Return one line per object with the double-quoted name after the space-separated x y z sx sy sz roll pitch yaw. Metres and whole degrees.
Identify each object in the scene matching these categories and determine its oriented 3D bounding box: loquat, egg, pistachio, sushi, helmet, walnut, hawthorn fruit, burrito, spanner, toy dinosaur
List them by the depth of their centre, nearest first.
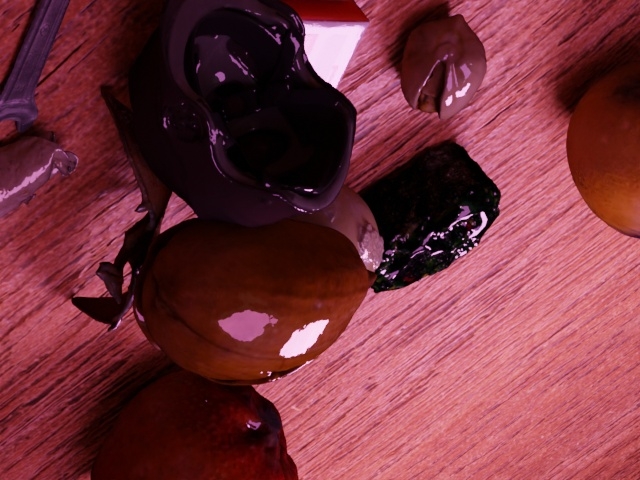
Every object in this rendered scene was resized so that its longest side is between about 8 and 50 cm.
-0.293 -0.224 1.726 0.071 0.017 0.302 -4 136 -38 "spanner"
-0.111 -0.145 1.810 0.177 0.305 0.225 -24 -163 44 "helmet"
-0.377 -0.051 1.826 0.226 0.060 0.087 -30 147 -6 "burrito"
-0.062 0.064 1.934 0.336 0.209 0.209 -4 135 -38 "walnut"
-0.243 -0.014 1.950 0.327 0.113 0.206 101 12 -70 "toy dinosaur"
0.151 -0.215 2.048 0.113 0.113 0.149 -19 158 -22 "pistachio"
-0.003 -0.001 2.117 0.164 0.164 0.201 -31 148 -6 "egg"
0.138 -0.024 2.242 0.225 0.127 0.124 -34 147 -6 "sushi"
0.474 -0.131 2.276 0.263 0.263 0.263 -23 144 -17 "loquat"
-0.171 0.329 2.290 0.295 0.295 0.311 4 131 -43 "hawthorn fruit"

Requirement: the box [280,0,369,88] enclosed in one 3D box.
-0.039 -0.186 1.959 0.123 0.050 0.229 -4 135 -37 "box"
